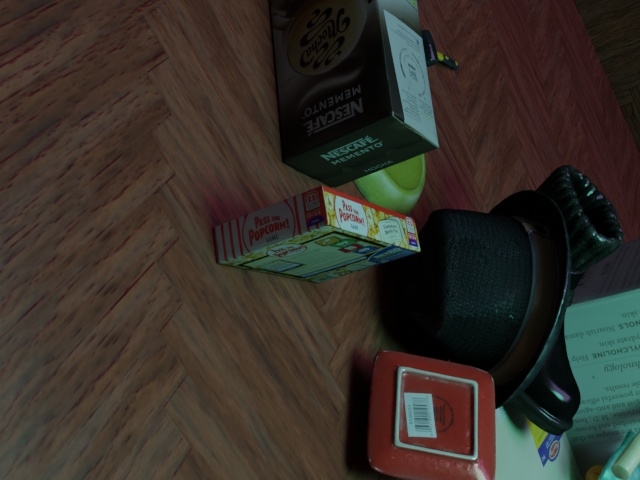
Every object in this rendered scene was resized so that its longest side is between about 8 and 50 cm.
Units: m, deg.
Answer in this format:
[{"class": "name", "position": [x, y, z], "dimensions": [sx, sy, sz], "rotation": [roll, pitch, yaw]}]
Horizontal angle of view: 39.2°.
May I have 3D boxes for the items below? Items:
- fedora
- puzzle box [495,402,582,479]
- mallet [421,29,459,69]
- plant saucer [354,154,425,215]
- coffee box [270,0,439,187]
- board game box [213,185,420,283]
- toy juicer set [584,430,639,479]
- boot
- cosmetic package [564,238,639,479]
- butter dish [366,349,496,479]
[{"class": "fedora", "position": [0.201, 0.062, 1.234], "dimensions": [0.152, 0.334, 0.334], "rotation": [19, 50, -13]}, {"class": "puzzle box", "position": [0.299, 0.338, 1.370], "dimensions": [0.409, 0.052, 0.272], "rotation": [-20, 91, -62]}, {"class": "mallet", "position": [0.220, -0.330, 1.653], "dimensions": [0.189, 0.039, 0.062], "rotation": [14, 60, -59]}, {"class": "plant saucer", "position": [0.097, -0.152, 1.347], "dimensions": [0.241, 0.037, 0.241], "rotation": [36, 44, -45]}, {"class": "coffee box", "position": [0.038, -0.241, 1.173], "dimensions": [0.119, 0.168, 0.297], "rotation": [24, 53, -51]}, {"class": "board game box", "position": [0.000, 0.000, 0.995], "dimensions": [0.193, 0.146, 0.045], "rotation": [15, 61, -55]}, {"class": "toy juicer set", "position": [0.456, 0.409, 1.449], "dimensions": [0.209, 0.089, 0.329], "rotation": [-14, 121, -50]}, {"class": "boot", "position": [0.355, 0.084, 1.340], "dimensions": [0.131, 0.260, 0.348], "rotation": [11, 48, -46]}, {"class": "cosmetic package", "position": [0.585, 0.229, 1.636], "dimensions": [0.329, 0.327, 0.394], "rotation": [-36, 106, -59]}, {"class": "butter dish", "position": [0.124, 0.234, 1.104], "dimensions": [0.159, 0.118, 0.160], "rotation": [13, 55, -9]}]
